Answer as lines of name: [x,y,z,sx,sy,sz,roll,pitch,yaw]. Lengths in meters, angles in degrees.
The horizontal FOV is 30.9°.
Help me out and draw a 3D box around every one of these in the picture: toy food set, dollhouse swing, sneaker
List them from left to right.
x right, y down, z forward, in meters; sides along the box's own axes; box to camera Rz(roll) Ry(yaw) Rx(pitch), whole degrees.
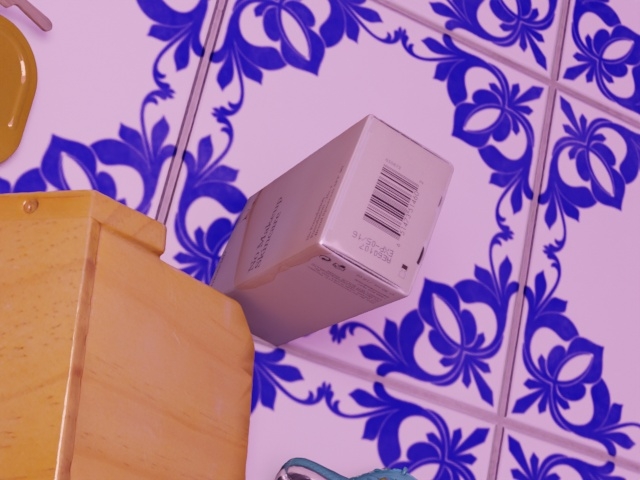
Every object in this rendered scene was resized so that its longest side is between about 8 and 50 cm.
toy food set: [-0.377,-0.175,1.247,0.128,0.071,0.218,32,64,-43]
dollhouse swing: [-0.261,0.169,1.134,0.315,0.305,0.347,-2,70,13]
sneaker: [0.064,0.311,1.337,0.275,0.107,0.110,29,46,-23]

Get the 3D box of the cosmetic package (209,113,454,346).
cosmetic package: [0.000,0.000,1.249,0.113,0.309,0.160,30,64,-18]
